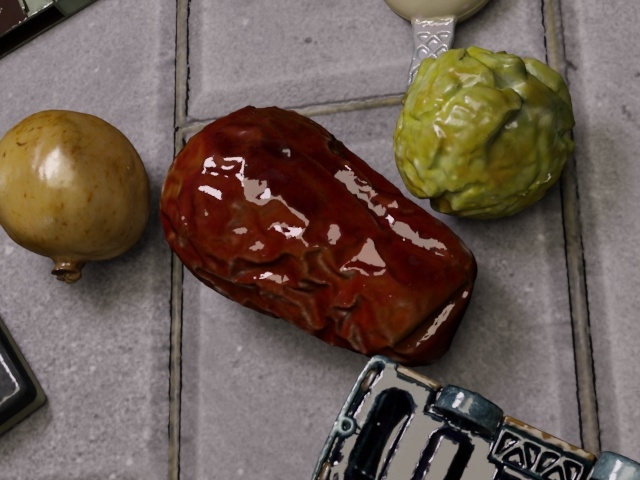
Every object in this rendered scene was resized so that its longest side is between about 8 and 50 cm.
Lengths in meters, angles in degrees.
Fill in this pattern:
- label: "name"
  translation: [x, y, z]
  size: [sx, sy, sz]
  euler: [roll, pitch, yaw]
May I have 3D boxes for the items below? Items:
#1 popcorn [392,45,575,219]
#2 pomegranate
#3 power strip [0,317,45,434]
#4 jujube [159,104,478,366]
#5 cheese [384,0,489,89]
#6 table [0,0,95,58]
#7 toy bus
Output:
- label: "popcorn"
  translation: [0.170, -0.120, 1.296]
  size: [0.198, 0.198, 0.212]
  euler: [-8, 43, 13]
- label: "pomegranate"
  translation: [-0.278, -0.048, 1.385]
  size: [0.196, 0.196, 0.196]
  euler: [-5, 70, 14]
- label: "power strip"
  translation: [-0.421, 0.110, 1.433]
  size: [0.105, 0.070, 0.256]
  euler: [-36, 68, -1]
- label: "jujube"
  translation: [0.000, 0.000, 1.284]
  size: [0.342, 0.216, 0.216]
  euler: [33, 83, 9]
- label: "cheese"
  translation: [0.114, -0.283, 1.411]
  size: [0.163, 0.071, 0.249]
  euler: [21, 80, 21]
- label: "table"
  translation: [-0.359, -0.345, 1.547]
  size: [0.240, 0.111, 0.121]
  euler: [-30, 67, 4]
- label: "toy bus"
  translation: [0.171, 0.245, 1.147]
  size: [0.323, 0.194, 0.162]
  euler: [23, 80, 19]
